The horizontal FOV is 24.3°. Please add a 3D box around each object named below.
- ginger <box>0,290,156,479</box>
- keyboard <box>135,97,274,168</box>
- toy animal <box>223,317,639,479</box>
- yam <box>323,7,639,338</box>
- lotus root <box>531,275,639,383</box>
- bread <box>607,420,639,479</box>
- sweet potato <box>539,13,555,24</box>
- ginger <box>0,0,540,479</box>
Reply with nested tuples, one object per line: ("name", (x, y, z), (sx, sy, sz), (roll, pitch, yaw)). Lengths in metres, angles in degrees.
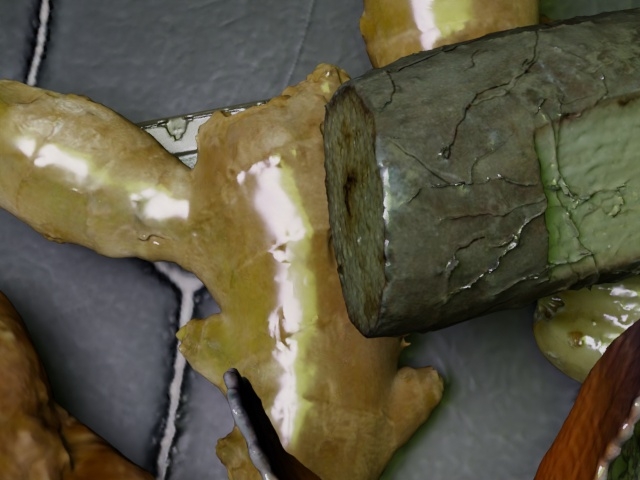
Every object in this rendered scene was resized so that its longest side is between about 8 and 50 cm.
("ginger", (-0.232, 0.138, 0.769), (0.274, 0.357, 0.152), (44, 113, 12))
("keyboard", (-0.088, -0.056, 0.947), (0.129, 0.015, 0.049), (-10, 84, 5))
("toy animal", (0.102, 0.209, 0.722), (0.225, 0.302, 0.284), (-13, 52, 7))
("yam", (0.116, -0.041, 0.783), (0.254, 0.154, 0.154), (-13, 78, -21))
("lotus root", (0.214, 0.055, 0.857), (0.183, 0.077, 0.090), (10, 89, 11))
("bread", (0.226, 0.221, 0.798), (0.156, 0.158, 0.260), (4, 80, -3))
("sweet potato", (0.200, -0.055, 0.889), (0.226, 0.068, 0.068), (40, 87, 20))
("ginger", (0.011, -0.004, 0.882), (0.363, 0.122, 0.348), (-26, 87, -9))
